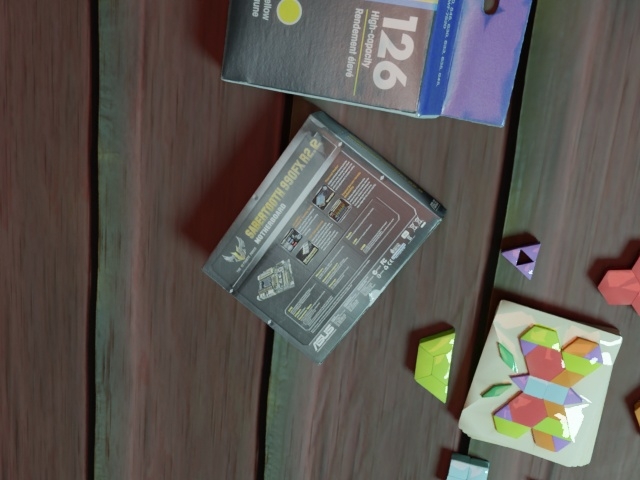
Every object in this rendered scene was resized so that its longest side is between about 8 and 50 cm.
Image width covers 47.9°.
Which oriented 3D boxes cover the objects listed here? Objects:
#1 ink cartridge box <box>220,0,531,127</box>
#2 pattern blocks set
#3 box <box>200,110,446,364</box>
[{"bbox_3d":[0.063,-0.287,0.731,0.308,0.072,0.303,13,106,14],"label":"ink cartridge box"},{"bbox_3d":[0.248,0.161,0.807,0.286,0.026,0.324,2,104,15],"label":"pattern blocks set"},{"bbox_3d":[0.000,0.000,0.821,0.183,0.056,0.231,39,109,5],"label":"box"}]
